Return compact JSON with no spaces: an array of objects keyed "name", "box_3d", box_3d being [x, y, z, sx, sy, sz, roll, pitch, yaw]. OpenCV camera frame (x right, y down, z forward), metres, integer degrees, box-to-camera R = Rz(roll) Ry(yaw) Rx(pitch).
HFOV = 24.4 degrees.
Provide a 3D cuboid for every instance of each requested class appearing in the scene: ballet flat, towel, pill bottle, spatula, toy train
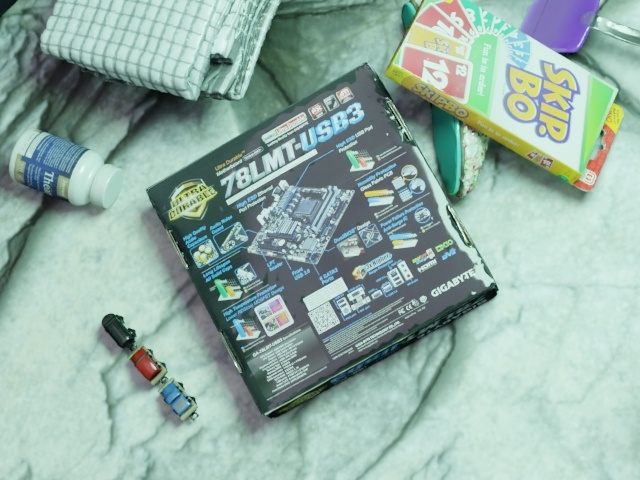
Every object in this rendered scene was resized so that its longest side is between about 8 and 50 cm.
[{"name":"ballet flat","box_3d":[0.155,-0.169,1.644,0.077,0.091,0.241,-10,81,-15]},{"name":"towel","box_3d":[-0.154,-0.296,1.662,0.235,0.121,0.284,16,84,31]},{"name":"pill bottle","box_3d":[-0.291,-0.079,1.704,0.120,0.067,0.067,21,84,12]},{"name":"spatula","box_3d":[0.349,-0.221,1.600,0.296,0.030,0.084,16,77,29]},{"name":"toy train","box_3d":[-0.192,0.141,1.663,0.027,0.036,0.158,-43,76,0]}]

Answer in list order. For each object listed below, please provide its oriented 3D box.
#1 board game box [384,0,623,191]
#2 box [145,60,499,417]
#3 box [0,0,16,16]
[{"name":"board game box","box_3d":[0.207,-0.165,1.600,0.259,0.039,0.124,31,63,-8]},{"name":"box","box_3d":[0.000,0.000,1.640,0.295,0.073,0.293,-30,76,3]},{"name":"box","box_3d":[-0.452,-0.437,1.739,0.343,0.179,0.312,-43,77,0]}]
